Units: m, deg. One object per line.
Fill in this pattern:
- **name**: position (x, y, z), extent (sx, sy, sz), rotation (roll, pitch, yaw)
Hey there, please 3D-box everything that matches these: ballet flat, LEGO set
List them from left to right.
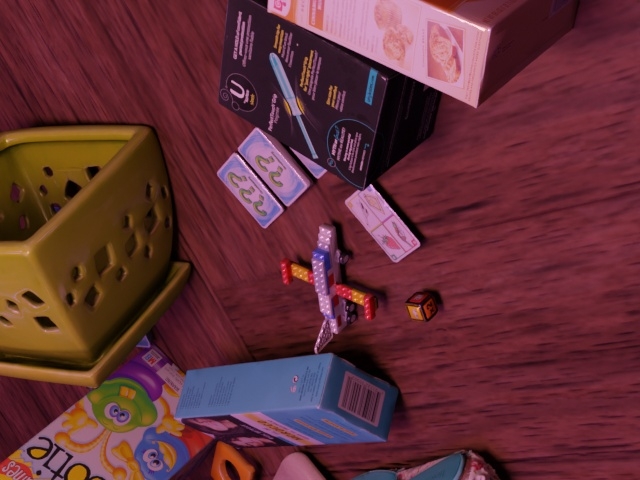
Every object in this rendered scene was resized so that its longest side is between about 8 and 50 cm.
- **LEGO set**: position (0.000, 0.000, 1.268), extent (0.244, 0.060, 0.182), rotation (50, 145, -1)
- **ballet flat**: position (0.102, 0.276, 1.373), extent (0.077, 0.091, 0.241), rotation (36, 148, -19)

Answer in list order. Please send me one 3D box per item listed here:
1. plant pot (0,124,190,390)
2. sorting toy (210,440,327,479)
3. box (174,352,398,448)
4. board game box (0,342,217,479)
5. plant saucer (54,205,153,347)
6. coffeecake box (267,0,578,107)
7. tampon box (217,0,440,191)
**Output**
- **plant pot**: position (-0.283, 0.023, 1.410), extent (0.227, 0.228, 0.207), rotation (2, 127, 33)
- **sorting toy**: position (0.000, 0.355, 1.542), extent (0.348, 0.047, 0.196), rotation (48, 138, 21)
- **box**: position (-0.041, 0.173, 1.403), extent (0.100, 0.060, 0.244), rotation (31, 152, -33)
- **board game box**: position (-0.260, 0.272, 1.552), extent (0.142, 0.275, 0.144), rotation (44, 140, 7)
- **plant saucer**: position (-0.254, 0.041, 1.568), extent (0.067, 0.018, 0.192), rotation (-1, 120, 43)
- **coffeecake box**: position (0.077, -0.188, 0.975), extent (0.185, 0.142, 0.068), rotation (28, 135, 24)
- **tampon box**: position (0.010, -0.145, 1.105), extent (0.161, 0.101, 0.120), rotation (33, 137, 21)
